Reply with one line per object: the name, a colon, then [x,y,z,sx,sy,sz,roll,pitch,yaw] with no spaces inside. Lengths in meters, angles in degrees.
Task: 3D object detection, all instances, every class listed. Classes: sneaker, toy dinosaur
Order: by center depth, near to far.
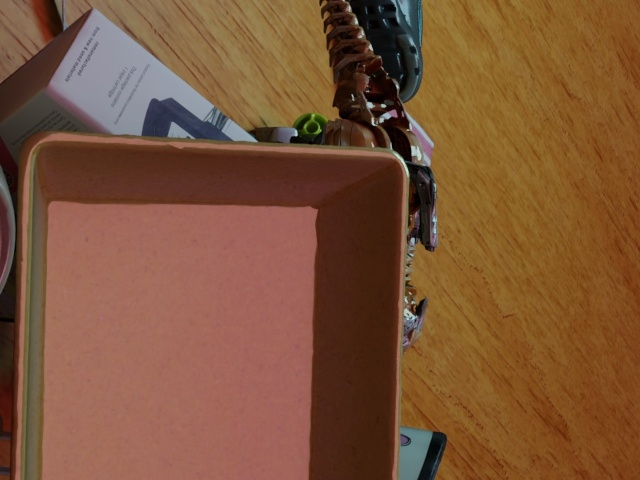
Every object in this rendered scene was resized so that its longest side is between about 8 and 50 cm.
toy dinosaur: [0.028,-0.051,1.753,0.164,0.218,0.322,30,61,-33]
sneaker: [0.061,-0.287,2.221,0.106,0.101,0.267,-65,152,-69]

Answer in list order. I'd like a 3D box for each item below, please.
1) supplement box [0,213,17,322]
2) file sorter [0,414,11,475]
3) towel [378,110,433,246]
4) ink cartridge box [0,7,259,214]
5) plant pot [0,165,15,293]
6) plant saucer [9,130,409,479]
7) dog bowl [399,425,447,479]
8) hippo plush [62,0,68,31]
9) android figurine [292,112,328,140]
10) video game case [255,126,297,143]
supplement box: [-0.266,0.022,1.632,0.083,0.083,0.056,57,44,-48]
file sorter: [-0.275,0.256,1.548,0.277,0.173,0.193,55,46,-48]
towel: [0.078,-0.062,2.320,0.144,0.029,0.197,44,52,-54]
ink cartridge box: [-0.156,-0.052,1.635,0.237,0.172,0.100,39,51,-19]
plant pot: [-0.322,-0.010,1.361,0.284,0.191,0.284,-23,120,-47]
plant saucer: [-0.094,0.090,1.502,0.333,0.081,0.333,1,92,-33]
dog bowl: [-0.024,0.343,1.887,0.408,0.150,0.408,23,90,-86]
hippo plush: [-0.164,-0.289,1.629,0.234,0.236,0.294,-57,140,-43]
android figurine: [0.000,0.000,2.064,0.273,0.056,0.248,81,7,-70]
video game case: [-0.048,0.001,1.978,0.206,0.026,0.227,-156,-113,-82]
